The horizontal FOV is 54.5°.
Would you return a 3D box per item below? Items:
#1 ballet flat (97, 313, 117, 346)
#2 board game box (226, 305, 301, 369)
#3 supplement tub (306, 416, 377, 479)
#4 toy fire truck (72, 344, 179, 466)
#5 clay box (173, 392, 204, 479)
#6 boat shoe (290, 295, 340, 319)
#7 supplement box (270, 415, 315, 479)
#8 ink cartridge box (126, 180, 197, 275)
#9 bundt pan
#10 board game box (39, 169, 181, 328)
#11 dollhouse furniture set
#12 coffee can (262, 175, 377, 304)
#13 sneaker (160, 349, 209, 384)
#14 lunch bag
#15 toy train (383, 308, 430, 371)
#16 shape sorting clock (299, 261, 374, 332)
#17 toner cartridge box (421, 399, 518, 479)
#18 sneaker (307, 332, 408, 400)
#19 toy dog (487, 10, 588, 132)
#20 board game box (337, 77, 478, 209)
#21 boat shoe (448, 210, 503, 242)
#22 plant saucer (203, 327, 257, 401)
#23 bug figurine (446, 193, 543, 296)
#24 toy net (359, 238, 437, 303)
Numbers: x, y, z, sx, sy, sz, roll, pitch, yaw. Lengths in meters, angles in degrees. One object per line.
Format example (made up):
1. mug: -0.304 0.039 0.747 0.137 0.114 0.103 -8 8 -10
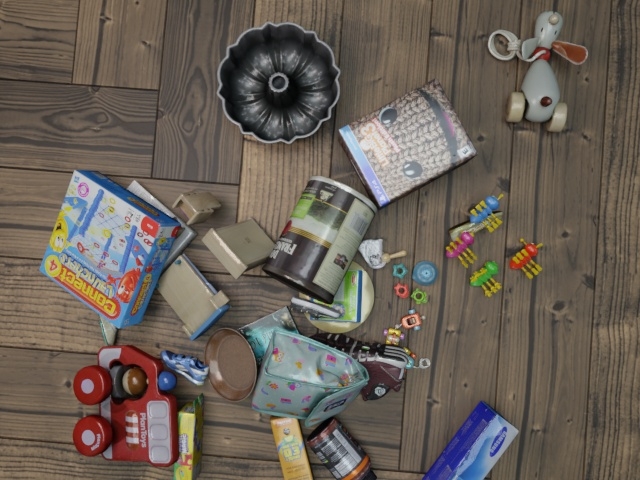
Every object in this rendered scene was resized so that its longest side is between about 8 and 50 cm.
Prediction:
1. ballet flat: -0.583 0.207 1.705 0.052 0.057 0.168 -19 88 -10
2. board game box: -0.149 0.275 1.707 0.186 0.026 0.126 -26 88 0
3. supplement tub: 0.061 0.575 1.652 0.106 0.106 0.198 -40 88 -1
4. toy fire truck: -0.480 0.422 1.603 0.254 0.169 0.302 -4 84 16
5. clay box: -0.348 0.524 1.650 0.053 0.127 0.222 1 87 0
6. boat shoe: -0.016 0.188 1.669 0.142 0.049 0.040 17 95 20
7. supplement box: -0.072 0.579 1.668 0.078 0.080 0.233 -15 85 -2
8. ink cartridge box: -0.483 -0.025 1.717 0.225 0.056 0.181 41 89 7
9. bundt pan: -0.110 -0.412 1.687 0.331 0.124 0.330 0 88 0
10. board game box: -0.552 0.018 1.616 0.308 0.086 0.302 30 105 19
11. dollhouse furniture set: -0.313 0.065 1.686 0.286 0.198 0.303 48 114 9
12. coffee can: 0.000 0.000 1.612 0.201 0.201 0.275 27 80 2
13. sneaker: -0.366 0.333 1.691 0.144 0.053 0.059 31 102 -1
14. lunch bag: -0.027 0.363 1.587 0.262 0.223 0.160 16 50 -6
15. toy train: 0.240 0.276 1.690 0.125 0.046 0.166 -13 87 1
16. shape sorting clock: 0.044 0.149 1.701 0.206 0.040 0.206 -1 85 13
17. toner cartridge box: 0.362 0.591 1.617 0.075 0.165 0.348 37 89 1
18. sneaker: 0.089 0.351 1.667 0.281 0.106 0.162 9 111 17
19. toy dog: 0.594 -0.454 1.657 0.220 0.161 0.333 -12 87 0
20. board game box: 0.227 -0.251 1.665 0.291 0.141 0.232 -29 87 -1
21. boat shoe: 0.428 -0.037 1.698 0.153 0.056 0.048 -23 97 1
22. plant saucer: -0.233 0.329 1.663 0.199 0.036 0.198 3 95 36
23. bug figurine: 0.454 0.015 1.659 0.216 0.072 0.279 -41 112 10
24. toy net: 0.202 0.078 1.703 0.232 0.045 0.122 26 90 4
